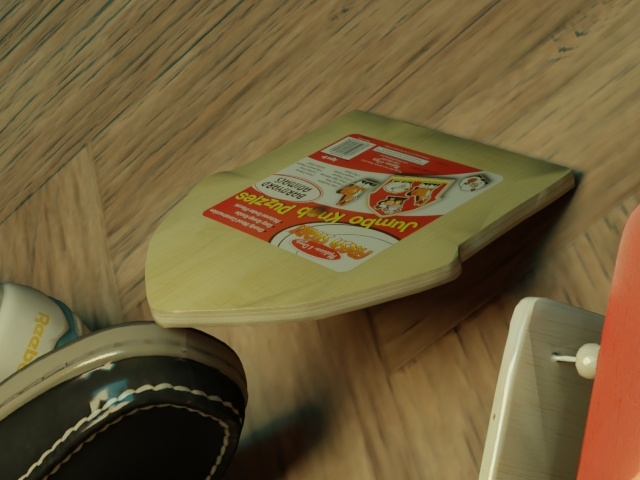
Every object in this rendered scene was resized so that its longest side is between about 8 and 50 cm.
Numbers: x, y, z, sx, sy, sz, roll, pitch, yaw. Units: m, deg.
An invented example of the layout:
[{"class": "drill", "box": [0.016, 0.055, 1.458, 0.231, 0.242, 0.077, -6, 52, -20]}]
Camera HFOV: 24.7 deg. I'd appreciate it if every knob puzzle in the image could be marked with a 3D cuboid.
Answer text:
[{"class": "knob puzzle", "box": [0.000, 0.000, 0.719, 0.213, 0.030, 0.213, -11, 27, 6]}]

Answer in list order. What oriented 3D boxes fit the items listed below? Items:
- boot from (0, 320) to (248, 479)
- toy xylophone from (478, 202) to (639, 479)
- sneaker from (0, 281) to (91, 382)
[{"class": "boot", "box": [-0.142, 0.246, 0.690, 0.377, 0.138, 0.284, -44, 41, 22]}, {"class": "toy xylophone", "box": [0.198, 0.062, 0.486, 0.322, 0.081, 0.236, -8, 68, 44]}, {"class": "sneaker", "box": [-0.207, 0.070, 0.914, 0.228, 0.092, 0.087, 0, 67, 67]}]
